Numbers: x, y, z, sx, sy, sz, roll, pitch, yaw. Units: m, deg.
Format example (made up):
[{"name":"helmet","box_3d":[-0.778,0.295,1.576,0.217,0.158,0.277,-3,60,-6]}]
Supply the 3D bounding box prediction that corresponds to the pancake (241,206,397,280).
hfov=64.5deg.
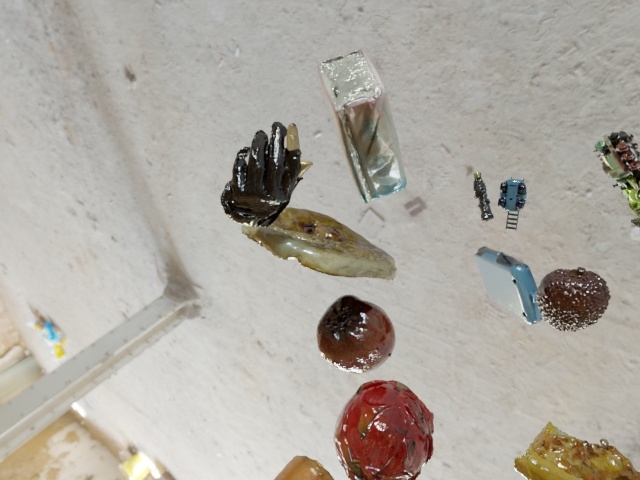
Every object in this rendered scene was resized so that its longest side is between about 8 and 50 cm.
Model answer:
[{"name":"pancake","box_3d":[-0.001,0.002,1.072,0.356,0.356,0.065,25,105,28]}]

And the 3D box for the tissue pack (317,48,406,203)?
[{"name":"tissue pack","box_3d":[0.093,-0.244,1.103,0.271,0.124,0.201,64,-174,-48]}]

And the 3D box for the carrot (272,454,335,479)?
[{"name":"carrot","box_3d":[-0.087,0.606,1.138,0.159,0.225,0.159,19,118,41]}]

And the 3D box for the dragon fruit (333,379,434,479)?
[{"name":"dragon fruit","box_3d":[0.108,0.324,0.851,0.172,0.209,0.172,9,107,30]}]

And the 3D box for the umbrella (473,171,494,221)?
[{"name":"umbrella","box_3d":[0.448,-0.121,1.407,0.040,0.037,0.143,-17,70,29]}]

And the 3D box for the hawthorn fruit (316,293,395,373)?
[{"name":"hawthorn fruit","box_3d":[0.080,0.214,1.110,0.169,0.169,0.188,13,150,37]}]

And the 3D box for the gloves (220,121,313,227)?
[{"name":"gloves","box_3d":[-0.085,-0.115,0.866,0.129,0.106,0.180,23,119,-13]}]

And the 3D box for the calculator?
[{"name":"calculator","box_3d":[0.490,0.110,1.333,0.293,0.051,0.172,-121,11,-78]}]

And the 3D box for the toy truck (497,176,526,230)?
[{"name":"toy truck","box_3d":[0.476,-0.087,1.259,0.063,0.074,0.136,12,107,29]}]

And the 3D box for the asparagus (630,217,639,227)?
[{"name":"asparagus","box_3d":[0.560,-0.031,0.746,0.022,0.233,0.023,106,157,-63]}]

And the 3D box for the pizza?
[{"name":"pizza","box_3d":[0.542,0.460,1.009,0.366,0.182,0.073,21,126,-5]}]

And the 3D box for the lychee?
[{"name":"lychee","box_3d":[0.469,0.109,0.951,0.123,0.123,0.129,28,142,25]}]

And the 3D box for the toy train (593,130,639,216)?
[{"name":"toy train","box_3d":[0.687,-0.147,1.124,0.085,0.053,0.250,-25,128,38]}]
